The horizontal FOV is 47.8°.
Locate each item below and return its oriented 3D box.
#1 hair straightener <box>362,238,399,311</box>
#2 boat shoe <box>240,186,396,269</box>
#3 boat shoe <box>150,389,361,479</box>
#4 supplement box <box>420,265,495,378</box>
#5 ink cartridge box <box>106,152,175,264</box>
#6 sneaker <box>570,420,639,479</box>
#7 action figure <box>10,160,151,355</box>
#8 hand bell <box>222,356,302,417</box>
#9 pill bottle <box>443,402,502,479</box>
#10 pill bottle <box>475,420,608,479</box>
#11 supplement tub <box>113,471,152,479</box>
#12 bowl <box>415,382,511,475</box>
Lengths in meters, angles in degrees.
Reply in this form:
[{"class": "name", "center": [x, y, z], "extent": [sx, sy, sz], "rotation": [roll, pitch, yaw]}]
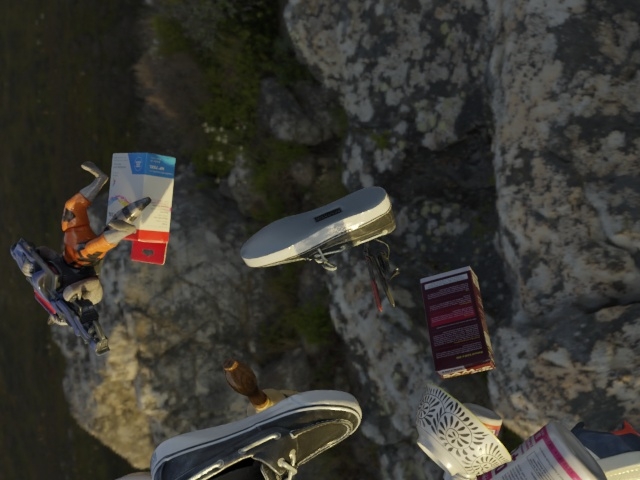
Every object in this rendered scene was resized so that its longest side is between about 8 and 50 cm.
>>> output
[{"class": "hair straightener", "center": [0.182, 0.089, 2.115], "extent": [0.047, 0.089, 0.231], "rotation": [-135, 28, -78]}, {"class": "boat shoe", "center": [-0.001, -0.002, 1.413], "extent": [0.113, 0.306, 0.105], "rotation": [-121, 8, -56]}, {"class": "boat shoe", "center": [-0.074, 0.293, 0.979], "extent": [0.102, 0.301, 0.108], "rotation": [-125, 29, -50]}, {"class": "supplement box", "center": [0.322, 0.193, 1.704], "extent": [0.130, 0.073, 0.240], "rotation": [-16, 58, 20]}, {"class": "ink cartridge box", "center": [-0.390, -0.069, 1.553], "extent": [0.134, 0.078, 0.231], "rotation": [5, 89, 43]}, {"class": "sneaker", "center": [0.543, 0.487, 1.599], "extent": [0.148, 0.349, 0.131], "rotation": [-92, -13, -51]}, {"class": "action figure", "center": [-0.456, 0.063, 1.450], "extent": [0.341, 0.178, 0.330], "rotation": [46, 119, 24]}, {"class": "hand bell", "center": [-0.094, 0.240, 1.104], "extent": [0.126, 0.126, 0.242], "rotation": [43, 166, 36]}, {"class": "pill bottle", "center": [0.374, 0.516, 1.806], "extent": [0.108, 0.108, 0.194], "rotation": [22, 96, 44]}, {"class": "pill bottle", "center": [0.402, 0.501, 1.417], "extent": [0.283, 0.160, 0.160], "rotation": [-44, 60, 14]}, {"class": "supplement tub", "center": [-0.398, 0.635, 1.585], "extent": [0.331, 0.241, 0.241], "rotation": [124, 132, -71]}, {"class": "bowl", "center": [0.202, 0.307, 1.111], "extent": [0.080, 0.170, 0.170], "rotation": [-46, 49, -11]}]
